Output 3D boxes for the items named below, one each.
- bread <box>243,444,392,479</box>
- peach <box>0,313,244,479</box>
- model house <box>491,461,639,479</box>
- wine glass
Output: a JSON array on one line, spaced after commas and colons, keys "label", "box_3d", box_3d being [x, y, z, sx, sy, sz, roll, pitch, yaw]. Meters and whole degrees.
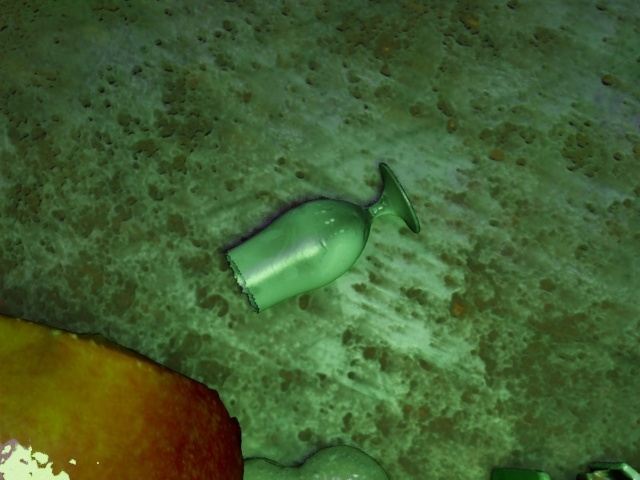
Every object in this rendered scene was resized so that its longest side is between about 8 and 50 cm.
[{"label": "bread", "box_3d": [-0.019, 0.315, 1.923, 0.337, 0.102, 0.183, -7, 80, -2]}, {"label": "peach", "box_3d": [-0.289, 0.241, 1.773, 0.406, 0.335, 0.310, 22, 72, -25]}, {"label": "model house", "box_3d": [0.347, 0.404, 1.866, 0.313, 0.242, 0.357, -1, 82, -6]}, {"label": "wine glass", "box_3d": [0.000, 0.000, 1.962, 0.202, 0.093, 0.093, -27, 86, -6]}]
